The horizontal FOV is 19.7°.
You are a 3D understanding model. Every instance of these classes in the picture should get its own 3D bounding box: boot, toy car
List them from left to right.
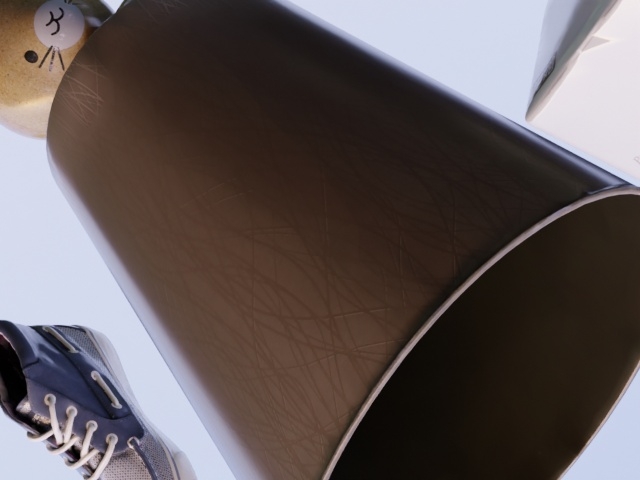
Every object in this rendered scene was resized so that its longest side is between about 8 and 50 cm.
[{"bbox_3d":[-0.132,-0.100,0.965,0.149,0.188,0.155,123,-18,-64],"label":"toy car"},{"bbox_3d":[-0.150,0.127,1.163,0.069,0.086,0.190,-54,-128,22],"label":"boot"}]

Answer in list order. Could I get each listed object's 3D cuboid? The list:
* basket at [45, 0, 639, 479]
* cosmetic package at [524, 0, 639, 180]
[{"bbox_3d":[0.000,0.000,0.745,0.227,0.154,0.204,45,-69,35],"label":"basket"},{"bbox_3d":[0.247,-0.124,1.136,0.151,0.183,0.151,-56,-169,41],"label":"cosmetic package"}]
